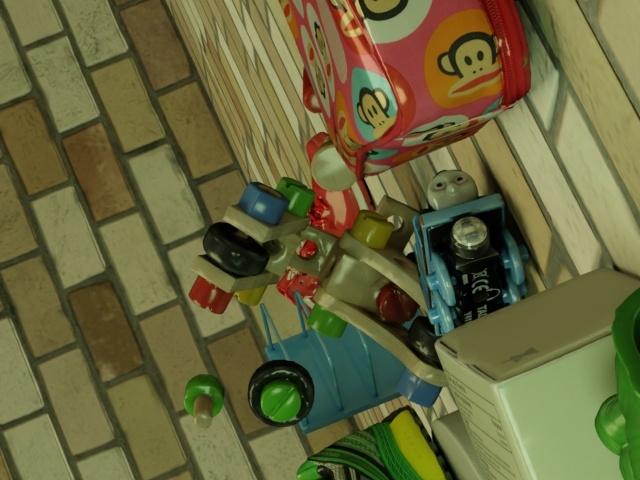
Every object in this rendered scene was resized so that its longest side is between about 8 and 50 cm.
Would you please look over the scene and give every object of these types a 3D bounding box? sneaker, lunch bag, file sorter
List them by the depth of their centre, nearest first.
[{"bbox_3d":[0.027,-0.180,1.183,0.293,0.120,0.258,144,104,-85],"label":"lunch bag"},{"bbox_3d":[0.079,0.295,1.701,0.343,0.146,0.134,-123,12,-58],"label":"sneaker"},{"bbox_3d":[0.033,0.100,1.956,0.104,0.170,0.118,78,168,-50],"label":"file sorter"},{"bbox_3d":[0.000,0.000,2.068,0.087,0.128,0.221,-139,25,-75],"label":"sneaker"}]

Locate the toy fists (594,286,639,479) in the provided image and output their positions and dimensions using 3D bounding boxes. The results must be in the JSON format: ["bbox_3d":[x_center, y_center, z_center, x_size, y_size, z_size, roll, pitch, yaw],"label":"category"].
[{"bbox_3d":[0.212,0.148,0.884,0.279,0.096,0.142,-121,9,-45],"label":"toy fists"}]

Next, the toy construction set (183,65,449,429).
[{"bbox_3d":[0.011,-0.015,1.660,0.237,0.257,0.309,-92,3,-71],"label":"toy construction set"}]

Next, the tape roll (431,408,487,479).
[{"bbox_3d":[0.210,0.329,1.701,0.392,0.072,0.392,157,90,-84],"label":"tape roll"}]

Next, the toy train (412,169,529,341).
[{"bbox_3d":[0.110,0.021,1.419,0.184,0.080,0.105,76,175,-57],"label":"toy train"}]

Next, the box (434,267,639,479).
[{"bbox_3d":[0.188,0.185,1.101,0.148,0.121,0.311,-142,29,-77],"label":"box"}]
